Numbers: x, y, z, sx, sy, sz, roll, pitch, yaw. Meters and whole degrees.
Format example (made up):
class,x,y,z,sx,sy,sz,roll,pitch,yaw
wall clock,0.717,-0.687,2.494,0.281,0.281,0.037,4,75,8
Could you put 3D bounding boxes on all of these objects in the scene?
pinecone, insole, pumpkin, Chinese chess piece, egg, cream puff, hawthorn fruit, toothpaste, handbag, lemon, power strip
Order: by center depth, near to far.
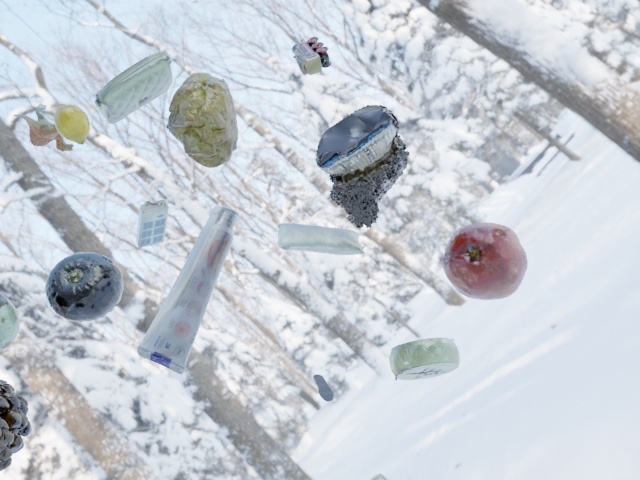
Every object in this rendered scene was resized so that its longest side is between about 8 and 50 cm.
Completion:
class,x,y,z,sx,sy,sz,roll,pitch,yaw
lemon,-0.468,-0.220,1.078,0.062,0.083,0.062,-25,11,5
toothpaste,-0.236,0.083,1.079,0.066,0.100,0.323,-12,50,48
hawthorn fruit,0.342,0.042,1.217,0.179,0.179,0.200,-50,-30,18
pinecone,-0.794,0.438,1.318,0.243,0.243,0.257,-45,3,-10
cream puff,-0.307,-0.324,1.535,0.244,0.196,0.244,-164,90,-76
Chinese chess piece,0.280,0.322,1.539,0.189,0.083,0.188,-6,-27,-3
egg,-0.967,0.216,1.620,0.169,0.231,0.169,-36,12,9
handbag,-0.537,-0.451,1.656,0.256,0.079,0.219,-40,4,-20
power strip,-0.494,-0.048,1.674,0.082,0.035,0.192,-15,-30,-32
pumpkin,-0.742,0.147,1.795,0.233,0.233,0.163,-43,-20,-19
insole,0.009,0.510,1.979,0.053,0.152,0.002,1,-67,-21

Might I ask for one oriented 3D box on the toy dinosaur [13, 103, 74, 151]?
class,x,y,z,sx,sy,sz,roll,pitch,yaw
toy dinosaur,-0.781,-0.312,1.607,0.212,0.057,0.142,-7,-37,-52

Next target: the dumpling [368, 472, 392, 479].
class,x,y,z,sx,sy,sz,roll,pitch,yaw
dumpling,0.135,0.563,1.304,0.076,0.052,0.057,-38,-24,-4

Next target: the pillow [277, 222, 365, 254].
class,x,y,z,sx,sy,sz,roll,pitch,yaw
pillow,0.001,0.000,1.640,0.144,0.254,0.078,-116,34,-72

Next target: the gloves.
class,x,y,z,sx,sy,sz,roll,pitch,yaw
gloves,0.095,-0.146,1.208,0.210,0.135,0.312,-53,-22,-1

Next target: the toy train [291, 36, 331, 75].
class,x,y,z,sx,sy,sz,roll,pitch,yaw
toy train,-0.027,-0.474,1.460,0.087,0.138,0.050,-21,-46,-8
